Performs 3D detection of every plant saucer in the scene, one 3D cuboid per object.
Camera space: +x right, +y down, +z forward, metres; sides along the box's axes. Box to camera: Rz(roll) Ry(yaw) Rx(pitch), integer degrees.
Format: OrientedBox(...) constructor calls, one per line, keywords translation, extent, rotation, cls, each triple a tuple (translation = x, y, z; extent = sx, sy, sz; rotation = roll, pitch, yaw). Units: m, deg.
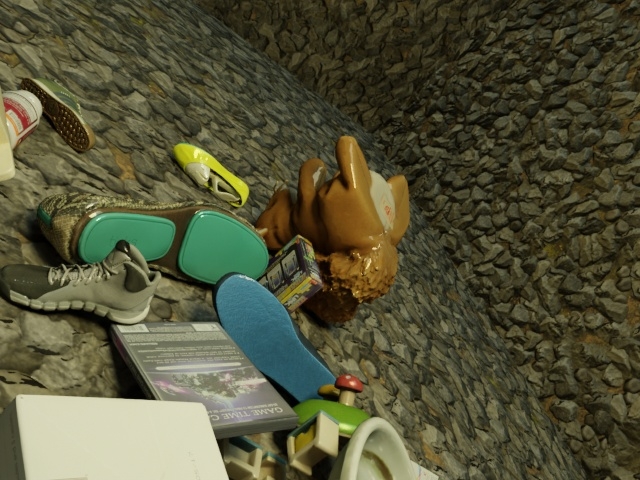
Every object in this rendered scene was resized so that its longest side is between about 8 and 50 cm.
OrientedBox(translation=(0.071, 0.473, 0.907), extent=(0.400, 0.100, 0.401), rotation=(-14, 90, -71), cls="plant saucer")

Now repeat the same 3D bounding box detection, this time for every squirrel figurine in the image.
OrientedBox(translation=(0.000, 0.000, 1.470), extent=(0.281, 0.370, 0.397), rotation=(16, 65, -55), cls="squirrel figurine")

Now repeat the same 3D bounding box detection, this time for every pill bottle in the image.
OrientedBox(translation=(-0.551, -0.212, 1.078), extent=(0.086, 0.086, 0.152), rotation=(39, 22, -20), cls="pill bottle")

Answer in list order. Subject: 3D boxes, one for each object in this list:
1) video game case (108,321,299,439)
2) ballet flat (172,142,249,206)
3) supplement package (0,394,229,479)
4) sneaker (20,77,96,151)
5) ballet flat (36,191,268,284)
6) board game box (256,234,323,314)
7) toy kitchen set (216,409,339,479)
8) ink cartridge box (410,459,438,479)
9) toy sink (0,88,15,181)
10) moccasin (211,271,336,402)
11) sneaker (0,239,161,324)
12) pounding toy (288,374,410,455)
OrientedBox(translation=(-0.183, 0.202, 0.930), extent=(0.196, 0.026, 0.274), rotation=(6, 22, -40), cls="video game case")
OrientedBox(translation=(-0.273, -0.158, 1.541), extent=(0.231, 0.077, 0.077), rotation=(35, 40, -33), cls="ballet flat")
OrientedBox(translation=(-0.226, 0.296, 0.542), extent=(0.198, 0.262, 0.199), rotation=(21, 33, -48), cls="supplement package")
OrientedBox(translation=(-0.518, -0.267, 1.265), extent=(0.192, 0.064, 0.086), rotation=(44, 26, 1), cls="sneaker")
OrientedBox(translation=(-0.300, -0.019, 1.156), extent=(0.182, 0.164, 0.482), rotation=(29, 10, 34), cls="ballet flat")
OrientedBox(translation=(-0.079, 0.092, 1.320), extent=(0.048, 0.170, 0.141), rotation=(33, 26, -35), cls="board game box")
OrientedBox(translation=(-0.101, 0.279, 0.949), extent=(0.207, 0.166, 0.122), rotation=(38, 23, -23), cls="toy kitchen set")
OrientedBox(translation=(0.164, 0.480, 1.202), extent=(0.122, 0.052, 0.089), rotation=(36, 61, -24), cls="ink cartridge box")
OrientedBox(translation=(-0.555, -0.200, 0.897), extent=(0.152, 0.131, 0.234), rotation=(-14, 54, -19), cls="toy sink")
OrientedBox(translation=(-0.101, 0.198, 1.179), extent=(0.342, 0.137, 0.117), rotation=(58, -12, -23), cls="moccasin")
OrientedBox(translation=(-0.347, 0.042, 0.918), extent=(0.228, 0.132, 0.086), rotation=(17, 30, -36), cls="sneaker")
OrientedBox(translation=(0.044, 0.311, 1.117), extent=(0.237, 0.182, 0.110), rotation=(37, 58, -45), cls="pounding toy")
